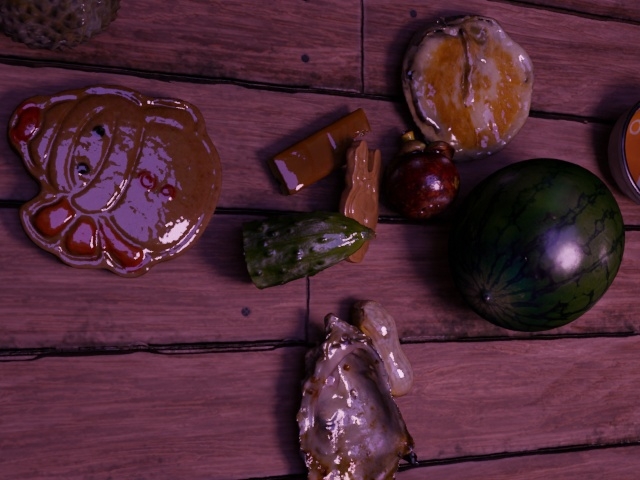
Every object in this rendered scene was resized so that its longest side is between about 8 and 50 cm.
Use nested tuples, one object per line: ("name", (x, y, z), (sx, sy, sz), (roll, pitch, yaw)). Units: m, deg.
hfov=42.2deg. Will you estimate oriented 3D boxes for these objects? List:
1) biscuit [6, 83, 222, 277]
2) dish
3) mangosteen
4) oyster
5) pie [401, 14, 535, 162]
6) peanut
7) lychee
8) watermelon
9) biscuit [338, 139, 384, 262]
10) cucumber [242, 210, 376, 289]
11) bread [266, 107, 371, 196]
("biscuit", (-0.364, -0.118, 1.454), (0.381, 0.074, 0.359), (28, 73, -23))
("dish", (0.767, -0.193, 1.923), (0.302, 0.120, 0.303), (2, 85, -24))
("mangosteen", (0.201, -0.127, 1.675), (0.155, 0.181, 0.146), (-12, 134, -9))
("oyster", (0.031, 0.324, 1.573), (0.221, 0.096, 0.361), (-23, 96, -16))
("pie", (0.311, -0.329, 1.761), (0.339, 0.077, 0.339), (3, 83, -27))
("peanut", (0.122, 0.210, 1.624), (0.087, 0.087, 0.207), (-26, 97, -23))
("lychee", (-0.439, -0.436, 1.342), (0.255, 0.274, 0.256), (-5, 97, -44))
("watermelon", (0.422, 0.009, 1.638), (0.363, 0.363, 0.364), (2, 85, -24))
("biscuit", (0.079, -0.074, 1.619), (0.144, 0.040, 0.237), (18, 75, -55))
("cucumber", (-0.018, 0.007, 1.504), (0.244, 0.134, 0.134), (-11, 90, 9))
("bread", (0.006, -0.174, 1.626), (0.226, 0.049, 0.088), (-31, 98, -24))
